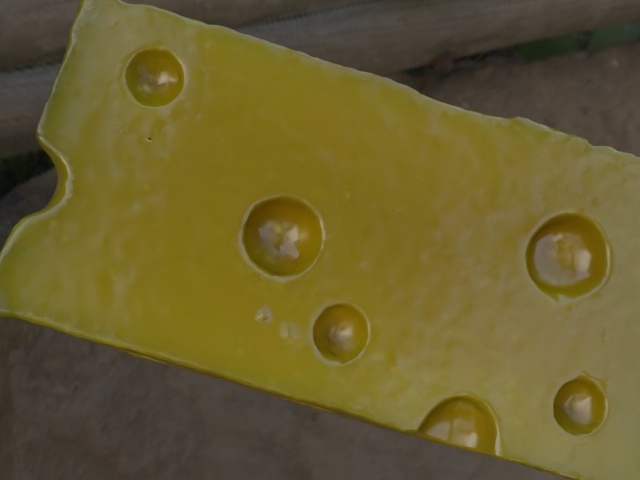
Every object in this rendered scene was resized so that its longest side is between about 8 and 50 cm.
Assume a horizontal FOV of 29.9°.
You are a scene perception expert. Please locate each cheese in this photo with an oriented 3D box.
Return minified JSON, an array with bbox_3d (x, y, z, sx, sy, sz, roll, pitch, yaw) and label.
[{"bbox_3d":[0.000,0.000,0.337,0.171,0.126,0.093,20,83,-31],"label":"cheese"}]
